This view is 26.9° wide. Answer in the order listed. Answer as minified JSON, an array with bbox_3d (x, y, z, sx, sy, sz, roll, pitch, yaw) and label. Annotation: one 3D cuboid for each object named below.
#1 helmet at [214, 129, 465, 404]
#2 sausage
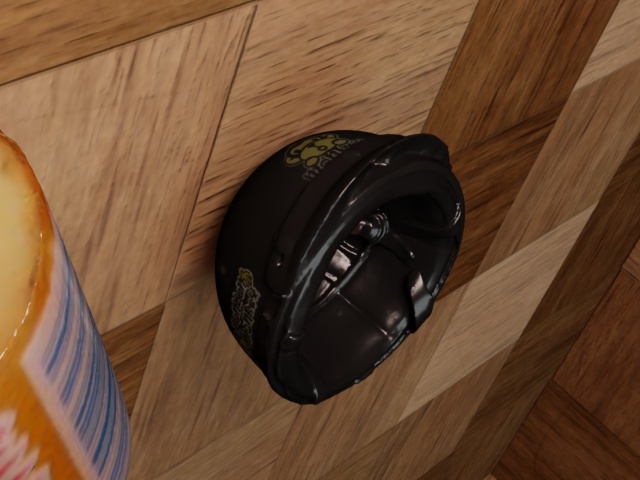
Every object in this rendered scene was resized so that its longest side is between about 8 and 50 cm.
[{"bbox_3d":[0.000,0.000,1.155,0.231,0.160,0.278,-33,142,-30],"label":"helmet"},{"bbox_3d":[-0.235,0.076,0.747,0.233,0.233,0.287,-40,159,-19],"label":"sausage"}]
